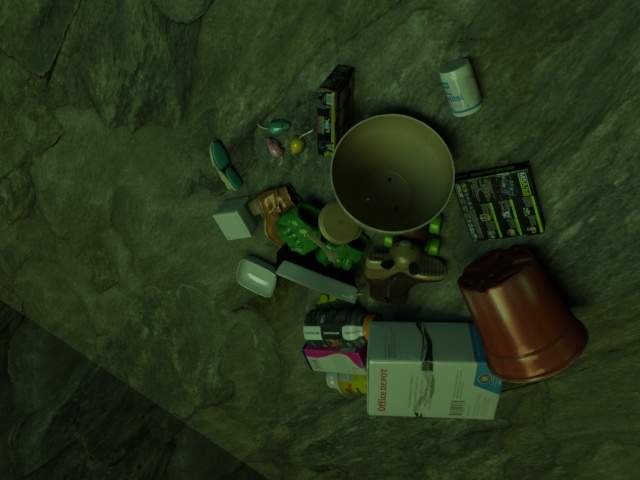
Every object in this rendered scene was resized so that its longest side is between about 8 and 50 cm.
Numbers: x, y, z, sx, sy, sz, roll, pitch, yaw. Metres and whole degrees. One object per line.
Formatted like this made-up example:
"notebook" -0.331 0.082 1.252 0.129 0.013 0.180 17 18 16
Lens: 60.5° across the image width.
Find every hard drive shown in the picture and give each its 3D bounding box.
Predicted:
"hard drive" -0.009 0.094 1.649 0.254 0.172 0.054 22 109 -11

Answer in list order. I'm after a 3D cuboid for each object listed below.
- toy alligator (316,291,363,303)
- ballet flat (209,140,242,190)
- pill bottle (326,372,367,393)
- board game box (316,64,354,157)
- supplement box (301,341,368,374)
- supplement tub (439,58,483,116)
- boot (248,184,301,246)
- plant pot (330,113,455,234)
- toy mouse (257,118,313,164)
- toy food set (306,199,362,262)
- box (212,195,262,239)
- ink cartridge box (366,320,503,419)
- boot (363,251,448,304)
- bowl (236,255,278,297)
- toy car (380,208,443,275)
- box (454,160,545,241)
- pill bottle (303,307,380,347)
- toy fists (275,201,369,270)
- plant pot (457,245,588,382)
"toy alligator" 0.059 0.167 1.775 0.189 0.056 0.051 -18 78 37
"ballet flat" -0.292 -0.215 1.617 0.052 0.057 0.168 1 129 39
"pill bottle" 0.131 0.492 1.971 0.214 0.117 0.117 -9 124 33
"board game box" 0.036 -0.307 1.305 0.048 0.141 0.170 13 133 15
"supplement box" 0.065 0.387 1.918 0.219 0.114 0.111 -1 127 29
"supplement tub" 0.307 -0.332 1.196 0.071 0.071 0.107 -10 123 33
"boot" -0.107 -0.070 1.639 0.152 0.073 0.197 -20 122 31
"plant pot" 0.164 -0.136 1.334 0.284 0.284 0.191 25 170 6
"toy mouse" -0.116 -0.274 1.490 0.143 0.031 0.161 32 135 -2
"toy food set" 0.054 -0.047 1.526 0.132 0.192 0.038 43 170 -10
"box" -0.257 -0.069 1.701 0.101 0.087 0.101 -7 125 32
"ink cartridge box" 0.338 0.398 1.680 0.394 0.166 0.286 0 130 5
"boot" 0.253 0.120 1.630 0.248 0.090 0.207 9 143 19
"bowl" -0.210 0.115 1.863 0.142 0.053 0.142 25 135 4
"toy car" 0.228 0.018 1.457 0.155 0.188 0.149 10 132 19
"box" 0.442 -0.091 1.357 0.184 0.045 0.191 -10 122 30
"pill bottle" 0.076 0.289 1.814 0.245 0.130 0.130 -6 125 31
"toy fists" 0.000 0.000 1.596 0.279 0.096 0.142 26 144 -21
"plant pot" 0.504 0.175 1.420 0.272 0.272 0.265 -19 110 38
